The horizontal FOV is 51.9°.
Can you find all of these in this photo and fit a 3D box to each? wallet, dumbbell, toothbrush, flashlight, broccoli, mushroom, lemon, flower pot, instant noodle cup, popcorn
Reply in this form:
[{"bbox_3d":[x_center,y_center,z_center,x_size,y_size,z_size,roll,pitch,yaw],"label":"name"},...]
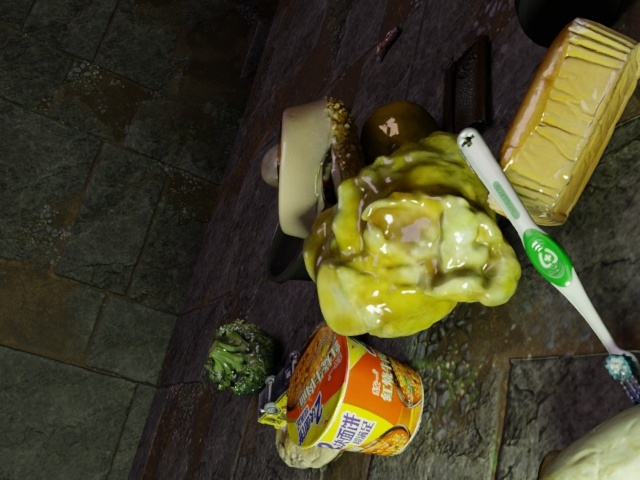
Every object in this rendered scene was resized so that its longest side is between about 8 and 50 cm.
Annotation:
[{"bbox_3d":[0.285,-0.290,1.315,0.133,0.039,0.243,-44,29,52],"label":"wallet"},{"bbox_3d":[0.381,-0.431,1.062,0.152,0.152,0.218,-48,28,42],"label":"dumbbell"},{"bbox_3d":[0.278,0.014,0.813,0.042,0.040,0.418,-43,55,28],"label":"toothbrush"},{"bbox_3d":[0.184,-0.553,1.829,0.110,0.031,0.052,-48,28,42],"label":"flashlight"},{"bbox_3d":[-0.213,0.314,1.754,0.226,0.176,0.198,157,128,-82],"label":"broccoli"},{"bbox_3d":[-0.034,-0.170,1.774,0.243,0.243,0.243,-51,27,38],"label":"mushroom"},{"bbox_3d":[0.162,-0.204,1.352,0.170,0.170,0.207,-62,3,14],"label":"lemon"},{"bbox_3d":[0.340,0.201,0.642,0.333,0.087,0.107,-48,28,37],"label":"mushroom"},{"bbox_3d":[0.000,0.000,1.554,0.269,0.166,0.269,-55,22,35],"label":"flower pot"},{"bbox_3d":[0.063,0.267,1.122,0.213,0.174,0.213,-49,29,40],"label":"instant noodle cup"},{"bbox_3d":[0.147,0.011,1.080,0.334,0.293,0.292,-37,80,40],"label":"popcorn"}]

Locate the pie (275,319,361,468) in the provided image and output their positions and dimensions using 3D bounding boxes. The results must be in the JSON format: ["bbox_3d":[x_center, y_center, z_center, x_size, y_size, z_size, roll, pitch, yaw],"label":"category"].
[{"bbox_3d":[-0.002,0.309,1.372,0.339,0.077,0.339,-50,28,39],"label":"pie"}]

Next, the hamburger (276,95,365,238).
[{"bbox_3d":[0.006,-0.133,1.300,0.302,0.170,0.302,1,-90,-89],"label":"hamburger"}]

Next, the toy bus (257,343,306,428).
[{"bbox_3d":[-0.050,0.284,1.309,0.226,0.074,0.081,-52,28,34],"label":"toy bus"}]

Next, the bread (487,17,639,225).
[{"bbox_3d":[0.337,-0.155,0.913,0.119,0.152,0.288,30,101,31],"label":"bread"}]
